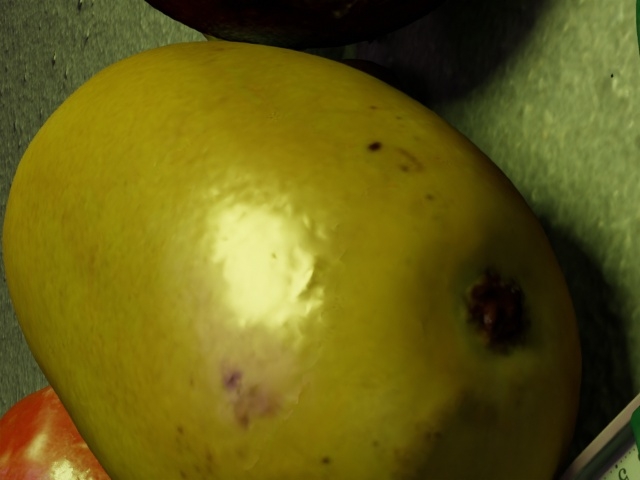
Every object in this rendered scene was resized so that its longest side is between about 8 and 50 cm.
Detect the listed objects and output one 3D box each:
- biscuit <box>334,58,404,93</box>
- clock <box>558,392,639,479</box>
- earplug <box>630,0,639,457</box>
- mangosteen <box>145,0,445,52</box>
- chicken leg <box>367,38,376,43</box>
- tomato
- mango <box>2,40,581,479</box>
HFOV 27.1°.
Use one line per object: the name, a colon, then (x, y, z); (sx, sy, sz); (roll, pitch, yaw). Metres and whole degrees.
biscuit: (0.002, 0.000, 0.996); (0.257, 0.049, 0.272); (-160, 81, -67)
clock: (0.170, 0.130, 0.614); (0.152, 0.050, 0.110); (-58, 35, 40)
earplug: (0.203, -0.059, 0.522); (0.257, 0.164, 0.280); (83, -174, -49)
mangosteen: (-0.030, -0.262, 0.835); (0.330, 0.330, 0.330); (-28, 58, 59)
chicken leg: (0.031, -0.184, 1.020); (0.083, 0.021, 0.036); (-107, 26, -42)
tomato: (-0.213, 0.231, 1.213); (0.232, 0.189, 0.232); (-20, 68, 60)
mango: (-0.044, 0.035, 0.794); (0.446, 0.232, 0.300); (25, 112, 46)
